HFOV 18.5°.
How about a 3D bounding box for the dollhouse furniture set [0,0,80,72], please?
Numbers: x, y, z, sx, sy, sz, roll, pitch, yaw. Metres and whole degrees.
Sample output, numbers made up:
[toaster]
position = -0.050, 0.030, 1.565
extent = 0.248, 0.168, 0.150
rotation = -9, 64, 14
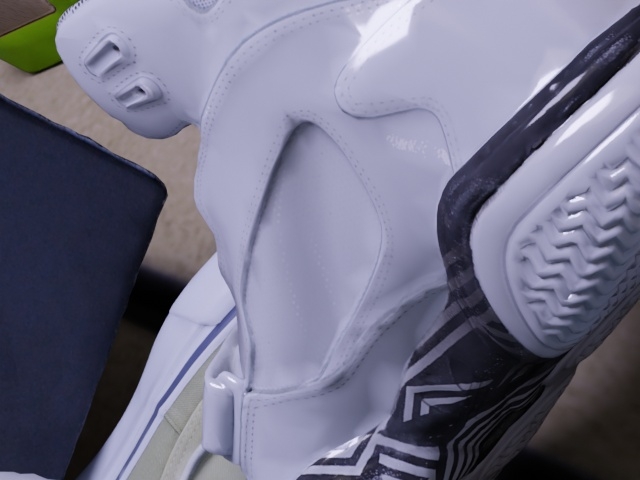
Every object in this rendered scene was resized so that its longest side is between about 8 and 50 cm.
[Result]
[dollhouse furniture set]
position = -0.151, -0.286, 1.216
extent = 0.197, 0.151, 0.302
rotation = -18, 53, 37

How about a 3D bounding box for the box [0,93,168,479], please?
[box]
position = -0.379, 0.131, 0.985
extent = 0.471, 0.297, 0.480
rotation = 2, 70, 57

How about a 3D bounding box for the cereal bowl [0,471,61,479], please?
[cereal bowl]
position = -0.128, 0.227, 0.738
extent = 0.339, 0.339, 0.141
rotation = -41, 16, 17

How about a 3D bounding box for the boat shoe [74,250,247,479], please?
[boat shoe]
position = -0.038, 0.104, 0.898
extent = 0.094, 0.109, 0.302
rotation = 45, 108, 34

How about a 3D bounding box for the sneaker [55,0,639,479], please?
[sneaker]
position = 0.000, 0.000, 0.742
extent = 0.210, 0.137, 0.366
rotation = 42, 132, 12
